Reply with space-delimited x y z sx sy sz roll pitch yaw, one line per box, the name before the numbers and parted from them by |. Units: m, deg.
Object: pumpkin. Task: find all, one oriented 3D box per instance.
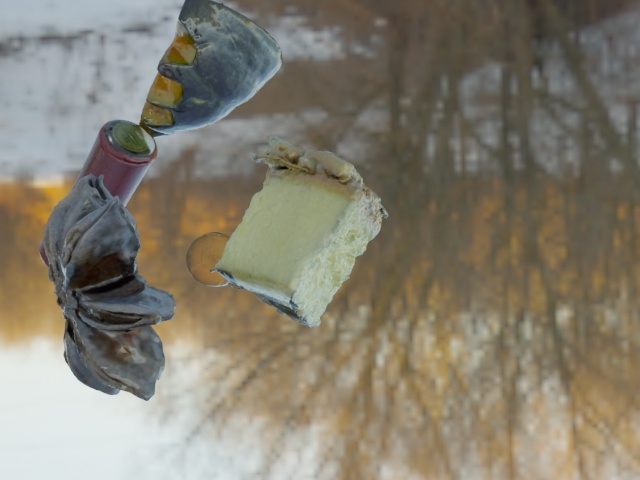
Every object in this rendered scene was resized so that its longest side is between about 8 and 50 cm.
pumpkin | -0.136 -0.184 2.144 0.149 0.130 0.254 18 159 -6

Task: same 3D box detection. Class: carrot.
carrot | -0.086 0.024 1.837 0.057 0.057 0.224 -2 177 11

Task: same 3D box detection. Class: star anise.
star anise | -0.204 0.041 1.636 0.093 0.236 0.229 -10 144 -22

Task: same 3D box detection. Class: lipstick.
lipstick | -0.283 -0.050 2.179 0.080 0.080 0.241 -3 143 -37

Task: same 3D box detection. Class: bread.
bread | 0.000 0.000 1.541 0.127 0.147 0.152 22 171 46
